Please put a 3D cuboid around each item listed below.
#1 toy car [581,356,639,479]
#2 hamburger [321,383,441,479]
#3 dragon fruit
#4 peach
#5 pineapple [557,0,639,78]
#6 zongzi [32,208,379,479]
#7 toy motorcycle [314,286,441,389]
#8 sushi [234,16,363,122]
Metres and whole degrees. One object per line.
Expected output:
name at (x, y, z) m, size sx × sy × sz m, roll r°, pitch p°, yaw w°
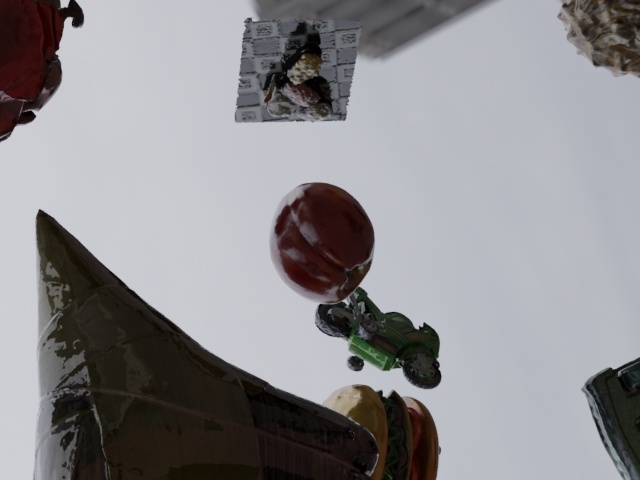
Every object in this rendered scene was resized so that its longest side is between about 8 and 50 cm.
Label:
toy car at (0.423, 0.150, 1.944) m, size 0.141 × 0.320 × 0.097 m, roll 66°, pitch 161°, yaw 9°
hamburger at (0.048, 0.221, 1.875) m, size 0.115 × 0.162 × 0.162 m, roll 14°, pitch -132°, yaw -22°
dragon fruit at (-0.354, -0.171, 1.798) m, size 0.243 × 0.227 × 0.307 m, roll 30°, pitch 166°, yaw 29°
peach at (-0.002, 0.000, 1.658) m, size 0.101 × 0.100 × 0.101 m, roll 44°, pitch -148°, yaw -36°
pineapple at (0.320, -0.258, 1.922) m, size 0.166 × 0.166 × 0.193 m, roll 50°, pitch -146°, yaw -26°
zongzi at (-0.106, 0.109, 1.658) m, size 0.154 × 0.289 × 0.318 m, roll 114°, pitch 153°, yaw -66°
toy motorcycle at (0.086, 0.124, 2.463) m, size 0.190 × 0.074 × 0.106 m, roll 32°, pitch -141°, yaw 16°
sushi at (-0.026, -0.184, 2.209) m, size 0.201 × 0.139 × 0.031 m, roll 99°, pitch 168°, yaw -57°
